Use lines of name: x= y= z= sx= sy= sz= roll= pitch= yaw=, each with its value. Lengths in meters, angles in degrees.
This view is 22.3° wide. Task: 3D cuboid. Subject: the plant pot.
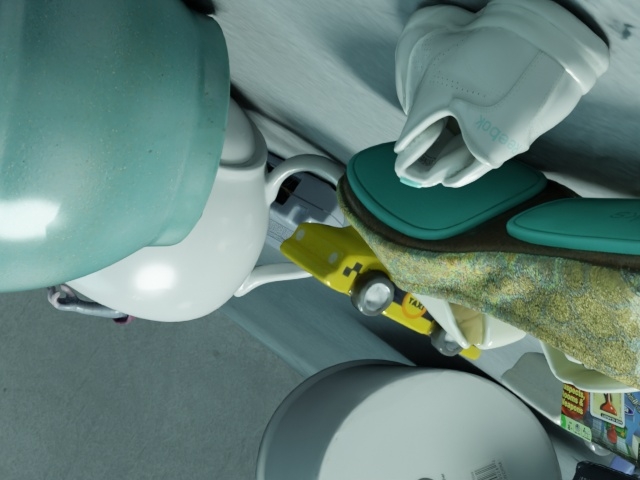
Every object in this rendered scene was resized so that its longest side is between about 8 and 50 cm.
plant pot: x=-0.183 y=-0.094 z=1.161 sx=0.196 sy=0.293 sz=0.293 roll=9 pitch=-177 yaw=-24

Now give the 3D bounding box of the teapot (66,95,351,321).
teapot: x=-0.131 y=-0.066 z=1.371 sx=0.256 sy=0.187 sz=0.252 roll=5 pitch=-141 yaw=-49

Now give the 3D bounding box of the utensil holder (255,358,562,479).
utensil holder: x=0.103 y=0.315 z=2.072 sx=0.327 sy=0.328 sz=0.385 roll=36 pitch=171 yaw=-6

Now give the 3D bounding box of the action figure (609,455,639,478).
action figure: x=0.327 y=0.396 z=1.774 sx=0.330 sy=0.341 sz=0.179 roll=7 pitch=-141 yaw=-16

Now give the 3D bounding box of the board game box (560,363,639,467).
board game box: x=0.235 y=0.087 z=0.925 sx=0.030 sy=0.136 sz=0.259 roll=-7 pitch=-162 yaw=-33

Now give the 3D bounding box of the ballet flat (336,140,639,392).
ballet flat: x=0.121 y=0.020 z=0.943 sx=0.123 sy=0.123 sz=0.348 roll=40 pitch=168 yaw=-31

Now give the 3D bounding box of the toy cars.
toy cars: x=0.155 y=0.076 z=1.327 sx=0.393 sy=0.087 sz=0.176 roll=31 pitch=-176 yaw=4

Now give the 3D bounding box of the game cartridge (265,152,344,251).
game cartridge: x=-0.041 y=-0.032 z=1.614 sx=0.294 sy=0.060 sz=0.196 roll=29 pitch=166 yaw=40

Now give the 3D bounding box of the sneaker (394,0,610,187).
sneaker: x=0.065 y=-0.065 z=0.821 sx=0.080 sy=0.094 sz=0.212 roll=35 pitch=172 yaw=-8

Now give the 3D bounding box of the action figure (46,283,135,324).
action figure: x=-0.216 y=-0.016 z=2.144 sx=0.275 sy=0.248 sz=0.370 roll=6 pitch=163 yaw=13

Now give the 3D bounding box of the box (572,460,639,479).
box: x=0.393 y=0.356 z=1.417 sx=0.343 sy=0.179 sz=0.312 roll=26 pitch=173 yaw=-12
